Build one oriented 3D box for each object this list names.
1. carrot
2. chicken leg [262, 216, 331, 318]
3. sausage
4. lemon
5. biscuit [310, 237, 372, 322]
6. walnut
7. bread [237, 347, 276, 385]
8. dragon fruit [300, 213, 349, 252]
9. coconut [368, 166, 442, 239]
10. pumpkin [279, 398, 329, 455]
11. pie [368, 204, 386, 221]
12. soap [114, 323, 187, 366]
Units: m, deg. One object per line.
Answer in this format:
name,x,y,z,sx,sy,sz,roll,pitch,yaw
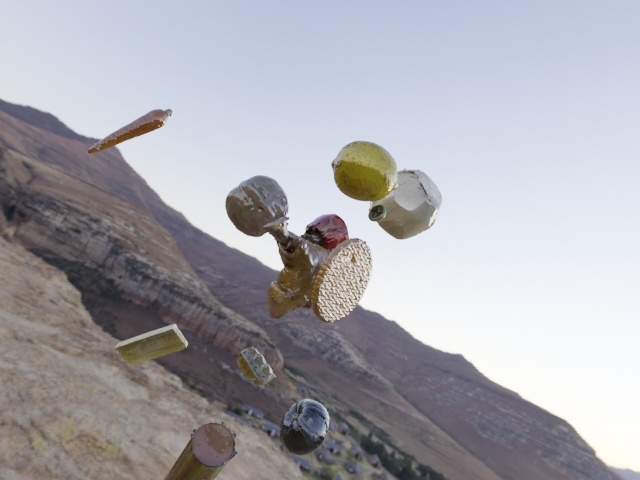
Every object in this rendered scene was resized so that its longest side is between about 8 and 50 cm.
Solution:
carrot,-0.677,-0.393,1.531,0.069,0.336,0.069,41,-26,25
chicken leg,-0.078,0.097,1.302,0.182,0.295,0.409,29,-19,37
sausage,-0.352,0.635,1.160,0.125,0.317,0.117,19,28,-30
lemon,0.198,-0.294,1.833,0.310,0.258,0.258,23,-11,-5
biscuit,0.061,0.110,1.171,0.035,0.254,0.254,24,-10,35
walnut,-0.252,-0.140,1.696,0.248,0.248,0.248,26,-11,5
bread,-0.175,0.334,1.122,0.110,0.066,0.060,50,5,17
dragon fruit,-0.002,-0.002,1.703,0.148,0.224,0.218,1,-21,-37
coconut,0.424,-0.174,2.197,0.346,0.346,0.360,33,-50,-27
pumpkin,-0.068,0.792,1.807,0.163,0.233,0.233,47,-16,-13
pie,0.238,-0.116,1.800,0.084,0.084,0.021,18,-16,39
soap,-0.588,0.367,1.484,0.037,0.251,0.092,-79,147,-65
